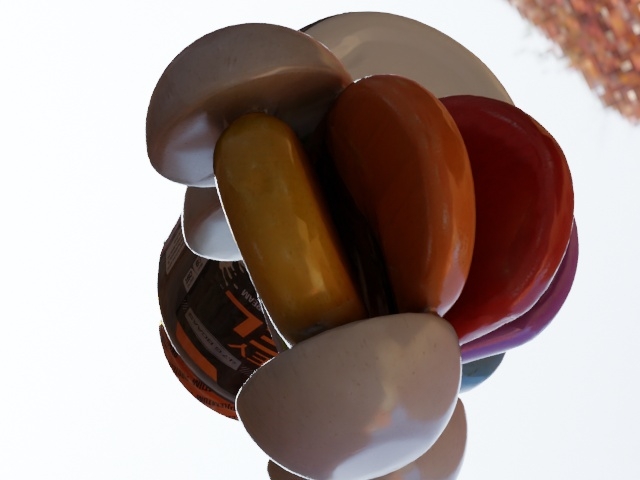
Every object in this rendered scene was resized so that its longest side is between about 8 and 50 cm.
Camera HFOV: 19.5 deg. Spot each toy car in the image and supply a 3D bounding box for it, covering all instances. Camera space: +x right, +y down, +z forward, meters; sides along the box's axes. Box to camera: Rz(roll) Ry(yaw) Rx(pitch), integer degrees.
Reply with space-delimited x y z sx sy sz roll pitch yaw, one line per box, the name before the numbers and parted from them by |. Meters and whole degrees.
toy car | 0.025 0.006 0.656 0.136 0.182 0.159 -20 -112 -2

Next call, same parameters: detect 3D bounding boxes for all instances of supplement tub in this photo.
supplement tub | 0.000 0.000 1.298 0.194 0.316 0.193 9 -121 -16
